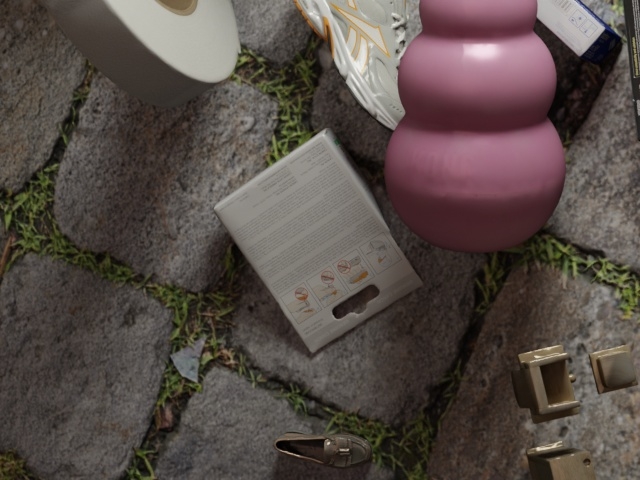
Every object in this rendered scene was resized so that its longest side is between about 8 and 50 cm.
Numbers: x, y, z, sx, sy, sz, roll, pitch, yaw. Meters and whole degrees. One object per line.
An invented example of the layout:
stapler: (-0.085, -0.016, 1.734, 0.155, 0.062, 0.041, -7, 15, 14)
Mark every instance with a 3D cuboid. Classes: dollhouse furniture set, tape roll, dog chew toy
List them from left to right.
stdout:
tape roll: (-0.234, -0.341, 1.759, 0.072, 0.392, 0.392, -28, 80, 21)
dog chew toy: (0.174, -0.159, 1.663, 0.206, 0.206, 0.332, 8, 111, 22)
dollhouse furniture set: (0.422, 0.237, 1.674, 0.355, 0.174, 0.303, -13, 85, -2)

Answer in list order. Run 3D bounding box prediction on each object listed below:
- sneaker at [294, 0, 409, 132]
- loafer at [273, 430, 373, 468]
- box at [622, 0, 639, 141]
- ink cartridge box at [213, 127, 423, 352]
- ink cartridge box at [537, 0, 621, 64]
sneaker: (0.071, -0.245, 1.794, 0.121, 0.099, 0.262, -35, 79, 14)
loafer: (0.001, 0.262, 1.851, 0.125, 0.039, 0.045, 3, 91, 22)
box: (0.422, -0.206, 1.656, 0.147, 0.077, 0.180, -7, 87, 22)
ink cartridge box: (0.000, 0.000, 1.857, 0.181, 0.056, 0.225, -33, 97, 19)
ink cartridge box: (0.251, -0.290, 1.716, 0.207, 0.097, 0.046, 46, 106, 15)
